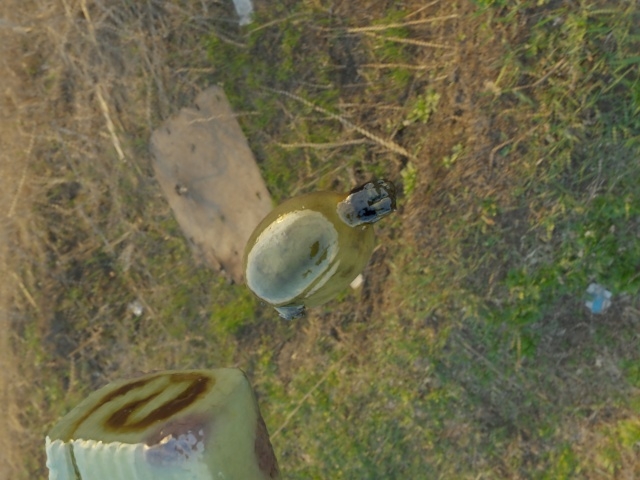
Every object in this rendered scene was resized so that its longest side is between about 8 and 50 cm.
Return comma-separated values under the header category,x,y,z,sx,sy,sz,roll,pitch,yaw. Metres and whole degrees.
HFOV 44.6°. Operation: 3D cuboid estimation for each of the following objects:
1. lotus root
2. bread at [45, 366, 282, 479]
category,x,y,z,sx,sy,sz,roll,pitch,yaw
lotus root,0.000,0.000,1.252,0.183,0.183,0.310,50,128,1
bread,-0.108,0.289,0.700,0.187,0.155,0.338,-8,104,33
